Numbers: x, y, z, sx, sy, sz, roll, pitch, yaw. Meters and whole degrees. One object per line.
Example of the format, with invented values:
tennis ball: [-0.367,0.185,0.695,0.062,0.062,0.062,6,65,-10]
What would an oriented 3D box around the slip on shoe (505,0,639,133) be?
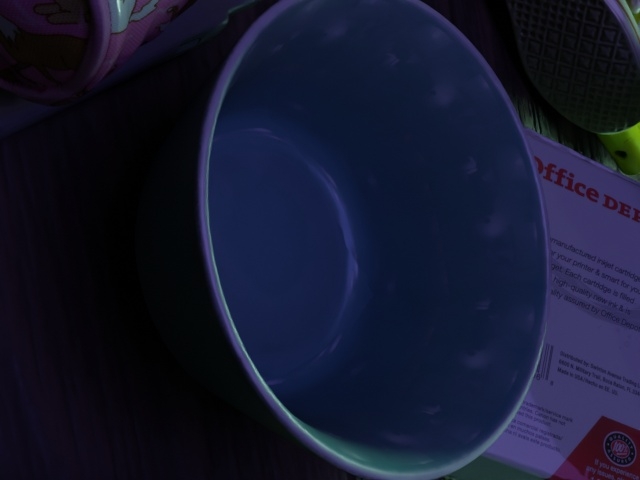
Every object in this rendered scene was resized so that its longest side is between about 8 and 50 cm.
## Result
slip on shoe: [0.235,-0.255,0.938,0.331,0.123,0.101,56,46,-13]

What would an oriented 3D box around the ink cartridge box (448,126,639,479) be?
ink cartridge box: [0.185,0.071,0.795,0.197,0.114,0.272,23,67,-16]

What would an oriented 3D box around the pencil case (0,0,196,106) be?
pencil case: [-0.081,-0.245,0.537,0.167,0.160,0.386,42,56,-14]

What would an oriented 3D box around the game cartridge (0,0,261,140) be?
game cartridge: [-0.196,-0.187,0.565,0.355,0.068,0.230,-37,111,-40]

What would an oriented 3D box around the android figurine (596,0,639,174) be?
android figurine: [0.360,-0.197,1.085,0.273,0.056,0.248,49,54,-27]

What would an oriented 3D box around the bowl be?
bowl: [0.000,0.000,0.640,0.312,0.163,0.311,8,78,-42]
